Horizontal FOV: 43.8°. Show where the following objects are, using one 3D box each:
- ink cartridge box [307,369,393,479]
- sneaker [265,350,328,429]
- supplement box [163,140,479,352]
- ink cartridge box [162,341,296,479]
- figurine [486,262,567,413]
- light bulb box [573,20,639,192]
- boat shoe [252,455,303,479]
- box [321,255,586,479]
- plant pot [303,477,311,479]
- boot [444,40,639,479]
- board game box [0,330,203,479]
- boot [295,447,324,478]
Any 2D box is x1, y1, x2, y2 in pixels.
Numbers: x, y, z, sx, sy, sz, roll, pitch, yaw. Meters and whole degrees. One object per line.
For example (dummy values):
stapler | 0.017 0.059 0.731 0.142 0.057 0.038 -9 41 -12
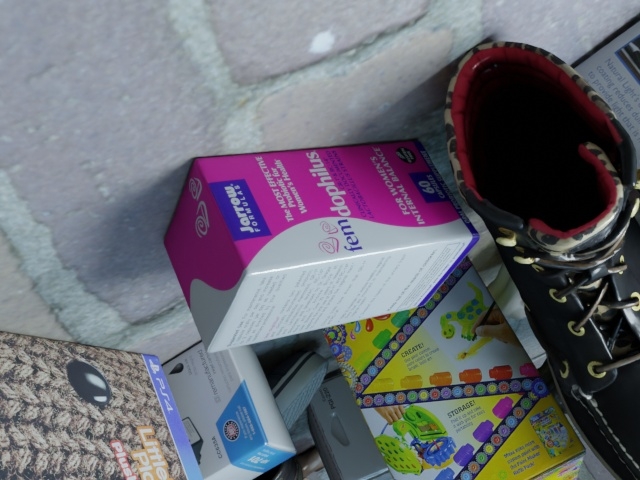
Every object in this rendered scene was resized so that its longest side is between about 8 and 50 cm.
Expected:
ink cartridge box | 0.047 0.301 1.174 0.092 0.159 0.218 -21 153 -8
sneaker | -0.130 0.239 0.967 0.321 0.127 0.126 -49 162 -12
supplement box | 0.000 0.000 0.653 0.220 0.111 0.114 -10 148 -31
ink cartridge box | -0.143 0.209 0.859 0.190 0.140 0.082 -32 151 8
figurine | 0.282 0.061 0.915 0.092 0.215 0.209 -14 149 -11
light bulb box | 0.476 -0.123 0.744 0.361 0.225 0.358 -36 152 20
boat shoe | -0.195 0.403 1.199 0.355 0.132 0.130 -29 145 -17
box | 0.148 0.175 0.911 0.177 0.279 0.290 -28 153 3
plant pot | -0.084 0.539 1.350 0.243 0.275 0.275 -56 149 4
boot | 0.224 0.035 0.649 0.138 0.377 0.284 -24 149 15
board game box | -0.245 0.216 0.679 0.141 0.232 0.291 -36 153 17
boot | -0.005 0.379 1.406 0.087 0.042 0.118 -47 149 22
